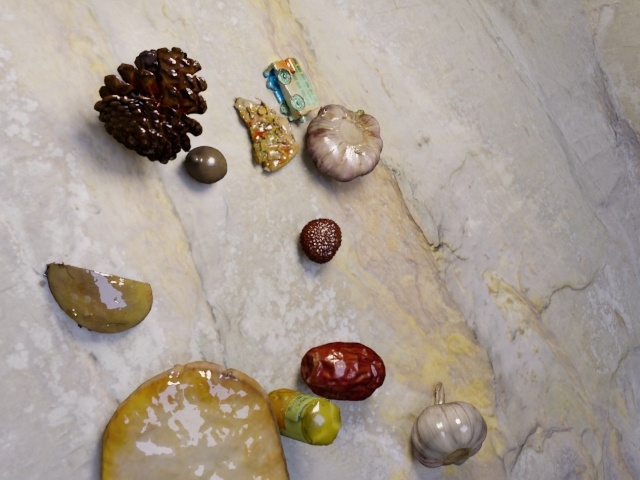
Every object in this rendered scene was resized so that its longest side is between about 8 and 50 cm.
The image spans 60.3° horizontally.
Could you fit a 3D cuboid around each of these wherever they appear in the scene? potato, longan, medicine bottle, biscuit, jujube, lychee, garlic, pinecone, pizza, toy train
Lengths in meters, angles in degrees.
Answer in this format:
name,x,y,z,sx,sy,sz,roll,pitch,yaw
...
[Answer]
name,x,y,z,sx,sy,sz,roll,pitch,yaw
potato,-0.494,0.136,1.231,0.243,0.098,0.138,16,78,-30
longan,-0.293,-0.193,1.388,0.119,0.106,0.106,16,74,-65
medicine bottle,-0.050,0.448,1.404,0.124,0.239,0.124,6,80,-35
biscuit,-0.300,0.512,1.300,0.430,0.104,0.445,-13,92,-21
jujube,0.067,0.360,1.530,0.251,0.174,0.174,18,75,-32
lychee,0.002,0.001,1.555,0.123,0.123,0.128,-15,90,-34
garlic,0.065,-0.279,1.612,0.245,0.160,0.244,6,69,-16
pinecone,-0.379,-0.331,1.282,0.246,0.246,0.291,34,49,-26
pizza,-0.139,-0.306,1.527,0.147,0.069,0.226,-22,98,-31
toy train,-0.081,-0.428,1.577,0.099,0.072,0.188,-39,106,-36
garlic,0.395,0.565,1.739,0.245,0.245,0.253,23,36,-30

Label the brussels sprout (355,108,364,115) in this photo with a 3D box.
name,x,y,z,sx,sy,sz,roll,pitch,yaw
brussels sprout,0.116,-0.362,1.709,0.085,0.058,0.085,-18,90,-72
